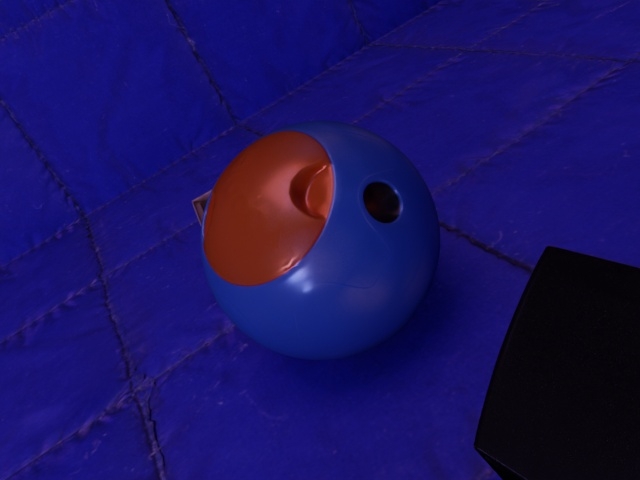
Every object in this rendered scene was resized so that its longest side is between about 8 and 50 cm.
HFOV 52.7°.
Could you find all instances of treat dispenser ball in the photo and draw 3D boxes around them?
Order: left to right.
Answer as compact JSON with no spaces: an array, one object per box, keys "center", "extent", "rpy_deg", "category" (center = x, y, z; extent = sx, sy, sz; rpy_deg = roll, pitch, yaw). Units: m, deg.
[{"center":[0.000,0.000,0.786],"extent":[0.288,0.288,0.288],"rpy_deg":[-22,28,12],"category":"treat dispenser ball"}]

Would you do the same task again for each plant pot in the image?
[{"center":[0.226,0.140,0.469],"extent":[0.167,0.187,0.188],"rpy_deg":[-48,32,-13],"category":"plant pot"}]

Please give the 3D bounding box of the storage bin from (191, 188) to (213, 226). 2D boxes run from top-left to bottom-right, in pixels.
[{"center":[-0.061,-0.044,1.097],"extent":[0.262,0.123,0.260],"rpy_deg":[-30,27,-5],"category":"storage bin"}]
